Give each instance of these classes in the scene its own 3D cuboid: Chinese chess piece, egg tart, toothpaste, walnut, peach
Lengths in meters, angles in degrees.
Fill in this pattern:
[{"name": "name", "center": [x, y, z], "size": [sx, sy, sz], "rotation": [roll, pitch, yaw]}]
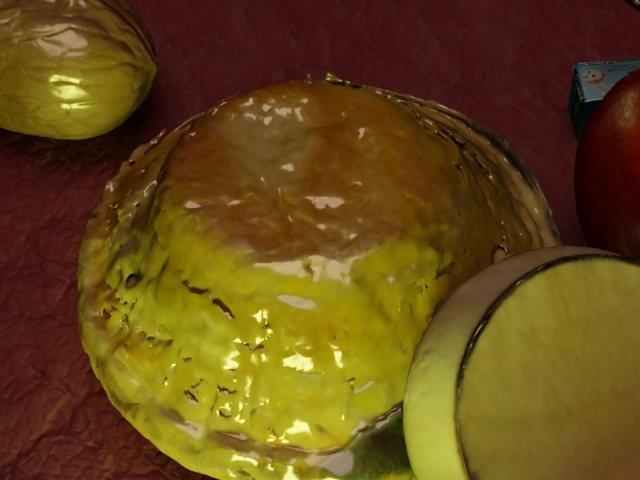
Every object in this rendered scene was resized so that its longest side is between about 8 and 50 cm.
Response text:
[{"name": "Chinese chess piece", "center": [0.189, 0.131, 1.017], "size": [0.257, 0.104, 0.257], "rotation": [3, 82, -20]}, {"name": "egg tart", "center": [0.000, 0.000, 1.148], "size": [0.443, 0.178, 0.443], "rotation": [-2, 53, 2]}, {"name": "toothpaste", "center": [0.375, -0.146, 1.295], "size": [0.266, 0.065, 0.050], "rotation": [-6, 54, -1]}, {"name": "walnut", "center": [-0.257, -0.178, 1.304], "size": [0.207, 0.167, 0.167], "rotation": [10, 56, 9]}, {"name": "peach", "center": [0.313, -0.037, 1.117], "size": [0.199, 0.243, 0.243], "rotation": [-25, 52, 19]}]

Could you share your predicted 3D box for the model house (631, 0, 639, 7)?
[{"name": "model house", "center": [0.435, -0.368, 1.397], "size": [0.294, 0.154, 0.207], "rotation": [-34, 58, -20]}]
